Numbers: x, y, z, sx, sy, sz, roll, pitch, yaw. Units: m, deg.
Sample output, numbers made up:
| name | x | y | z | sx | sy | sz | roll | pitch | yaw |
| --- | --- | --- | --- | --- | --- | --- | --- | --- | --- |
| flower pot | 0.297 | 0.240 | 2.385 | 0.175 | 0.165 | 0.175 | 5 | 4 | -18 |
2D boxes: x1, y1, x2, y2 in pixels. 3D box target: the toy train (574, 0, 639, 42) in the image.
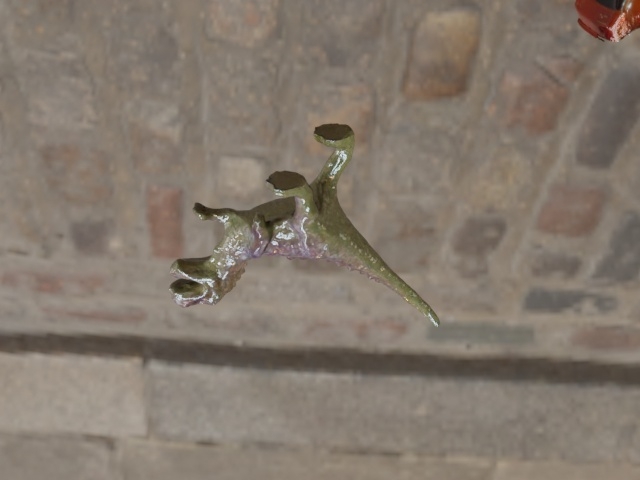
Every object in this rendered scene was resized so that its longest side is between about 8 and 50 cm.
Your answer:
| name | x | y | z | sx | sy | sz | roll | pitch | yaw |
| --- | --- | --- | --- | --- | --- | --- | --- | --- | --- |
| toy train | 0.427 | -0.333 | 1.476 | 0.409 | 0.086 | 0.089 | -31 | 123 | -2 |

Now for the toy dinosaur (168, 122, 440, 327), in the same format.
| name | x | y | z | sx | sy | sz | roll | pitch | yaw |
| --- | --- | --- | --- | --- | --- | --- | --- | --- | --- |
| toy dinosaur | -0.002 | -0.003 | 1.312 | 0.251 | 0.072 | 0.200 | -6 | 135 | -19 |
